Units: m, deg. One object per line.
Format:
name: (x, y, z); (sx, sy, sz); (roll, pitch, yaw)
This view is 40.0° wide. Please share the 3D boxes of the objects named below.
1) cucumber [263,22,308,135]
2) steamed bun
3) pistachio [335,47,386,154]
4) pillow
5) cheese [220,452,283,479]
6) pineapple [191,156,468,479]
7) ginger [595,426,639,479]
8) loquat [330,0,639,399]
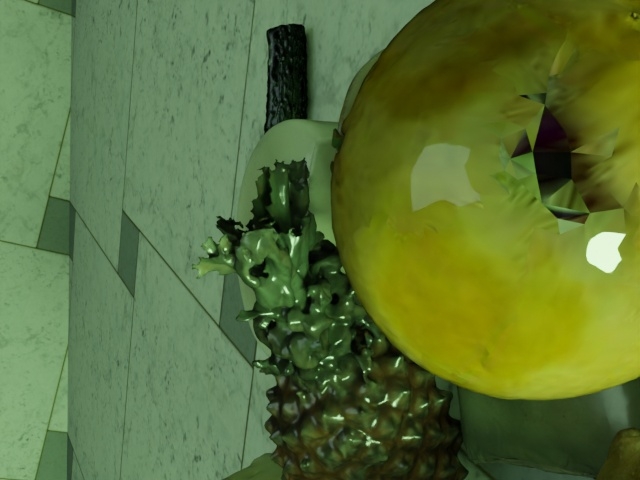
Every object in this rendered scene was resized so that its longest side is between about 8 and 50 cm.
cucumber: (-0.042, -0.171, 1.082); (0.058, 0.058, 0.187); (11, 98, 63)
steamed bun: (0.000, 0.000, 0.891); (0.164, 0.146, 0.242); (15, 104, 58)
pistachio: (0.086, -0.050, 0.727); (0.126, 0.152, 0.223); (-9, 102, 60)
pillow: (0.171, 0.116, 0.651); (0.208, 0.053, 0.119); (-10, 90, 56)
cheese: (-0.063, 0.352, 0.962); (0.247, 0.251, 0.174); (2, 93, 48)
pineapple: (0.012, 0.109, 0.703); (0.175, 0.175, 0.361); (53, 171, 50)
ginger: (0.208, 0.163, 0.521); (0.299, 0.065, 0.118); (-65, 37, 41)
loquat: (0.132, -0.034, 0.537); (0.263, 0.263, 0.263); (2, 92, 64)
